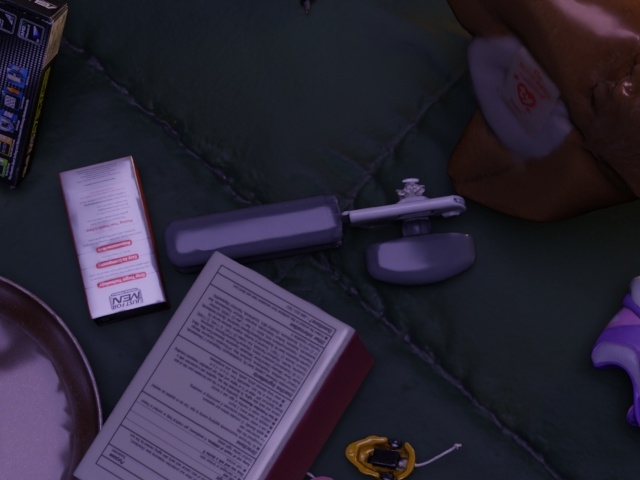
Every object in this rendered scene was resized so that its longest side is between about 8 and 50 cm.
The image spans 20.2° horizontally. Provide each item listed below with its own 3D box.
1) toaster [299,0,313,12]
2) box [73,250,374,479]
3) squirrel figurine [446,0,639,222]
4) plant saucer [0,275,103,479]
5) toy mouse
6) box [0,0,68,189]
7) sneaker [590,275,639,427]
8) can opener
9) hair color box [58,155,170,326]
[{"bbox_3d":[0.006,-0.345,1.681,0.168,0.110,0.185,-32,80,-5],"label":"toaster"},{"bbox_3d":[-0.079,0.153,1.560,0.149,0.127,0.232,29,80,17],"label":"box"},{"bbox_3d":[0.333,-0.188,1.527,0.370,0.397,0.281,-29,122,-26],"label":"squirrel figurine"},{"bbox_3d":[-0.346,0.177,1.607,0.311,0.050,0.310,0,77,1],"label":"plant saucer"},{"bbox_3d":[0.038,0.244,1.589,0.161,0.031,0.143,4,66,11],"label":"toy mouse"},{"bbox_3d":[-0.333,-0.162,1.621,0.184,0.045,0.190,23,124,3],"label":"box"},{"bbox_3d":[0.329,0.147,1.591,0.104,0.095,0.236,-42,76,-1],"label":"sneaker"},{"bbox_3d":[0.000,0.000,1.627,0.280,0.074,0.093,-5,79,0],"label":"can opener"},{"bbox_3d":[-0.188,0.001,1.644,0.072,0.043,0.141,-13,77,-2],"label":"hair color box"}]
